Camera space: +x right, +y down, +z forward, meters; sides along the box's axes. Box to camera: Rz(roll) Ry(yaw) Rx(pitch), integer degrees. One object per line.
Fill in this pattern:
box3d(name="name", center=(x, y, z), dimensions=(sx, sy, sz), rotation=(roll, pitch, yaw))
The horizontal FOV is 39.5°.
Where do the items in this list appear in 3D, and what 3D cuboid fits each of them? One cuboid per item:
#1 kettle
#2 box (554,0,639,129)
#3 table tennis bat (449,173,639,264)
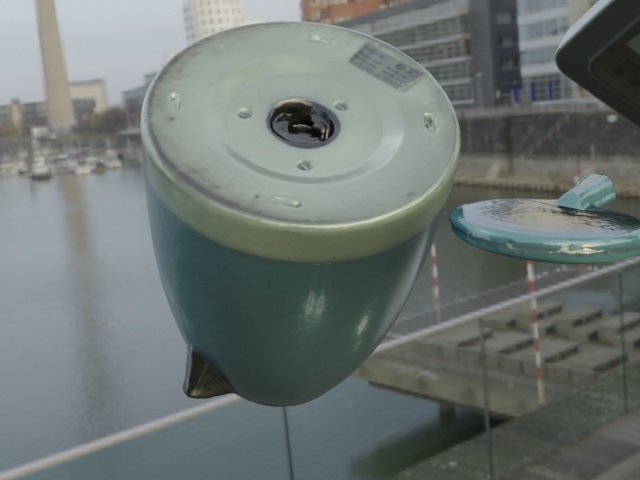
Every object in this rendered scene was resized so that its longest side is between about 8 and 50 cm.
box3d(name="kettle", center=(0.000, 0.000, 0.817), dimensions=(0.319, 0.342, 0.247), rotation=(-30, 57, -29))
box3d(name="box", center=(0.637, -0.311, 1.520), dimensions=(0.090, 0.367, 0.373), rotation=(-59, 6, -30))
box3d(name="table tennis bat", center=(0.165, -0.015, 0.608), dimensions=(0.124, 0.033, 0.201), rotation=(11, 18, 28))
